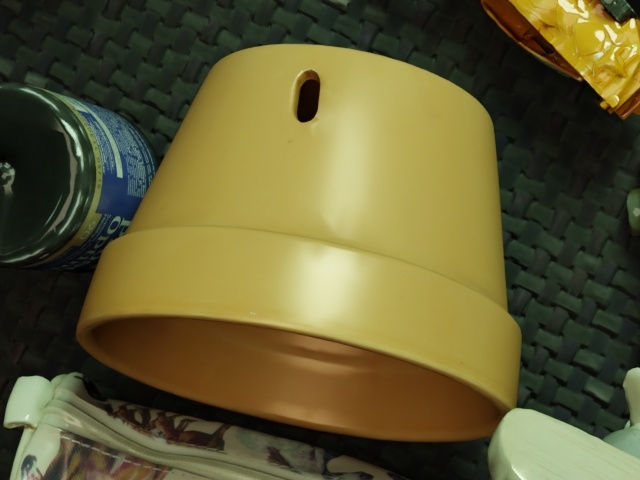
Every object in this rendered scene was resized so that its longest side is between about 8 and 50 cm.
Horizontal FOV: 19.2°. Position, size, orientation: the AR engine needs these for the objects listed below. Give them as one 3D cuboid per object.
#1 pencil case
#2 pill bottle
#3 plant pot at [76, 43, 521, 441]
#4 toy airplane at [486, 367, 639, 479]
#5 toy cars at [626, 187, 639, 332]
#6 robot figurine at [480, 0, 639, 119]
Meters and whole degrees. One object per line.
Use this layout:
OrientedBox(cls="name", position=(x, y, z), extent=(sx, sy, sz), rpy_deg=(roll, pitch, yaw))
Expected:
OrientedBox(cls="pencil case", position=(-0.024, 0.208, 1.296), extent=(0.410, 0.160, 0.184), rpy_deg=(14, 125, 14))
OrientedBox(cls="pill bottle", position=(-0.181, -0.039, 1.319), extent=(0.122, 0.219, 0.123), rpy_deg=(-1, 88, 14))
OrientedBox(cls="plant pot", position=(0.000, 0.000, 1.260), extent=(0.290, 0.291, 0.204), rpy_deg=(7, 73, 14))
OrientedBox(cls="toy airplane", position=(0.335, 0.231, 1.158), extent=(0.384, 0.272, 0.386), rpy_deg=(-16, 70, -18))
OrientedBox(cls="toy cars", position=(0.323, -0.063, 1.266), extent=(0.176, 0.087, 0.394), rpy_deg=(36, 96, 12))
OrientedBox(cls="robot figurine", position=(0.161, -0.232, 1.301), extent=(0.211, 0.085, 0.291), rpy_deg=(-43, 70, 10))
